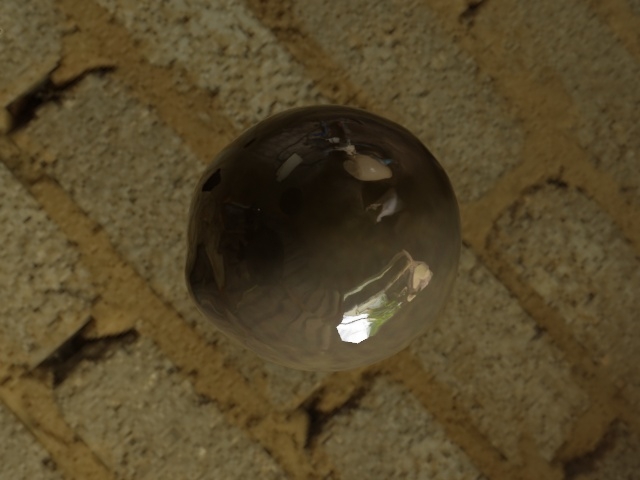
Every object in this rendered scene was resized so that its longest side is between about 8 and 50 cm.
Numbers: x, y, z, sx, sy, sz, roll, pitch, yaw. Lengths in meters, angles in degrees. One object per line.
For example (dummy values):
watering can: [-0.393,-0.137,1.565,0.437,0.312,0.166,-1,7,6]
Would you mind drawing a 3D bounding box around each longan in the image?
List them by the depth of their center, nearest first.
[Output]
longan: [0.000,0.000,0.958,0.258,0.258,0.258,45,166,14]
